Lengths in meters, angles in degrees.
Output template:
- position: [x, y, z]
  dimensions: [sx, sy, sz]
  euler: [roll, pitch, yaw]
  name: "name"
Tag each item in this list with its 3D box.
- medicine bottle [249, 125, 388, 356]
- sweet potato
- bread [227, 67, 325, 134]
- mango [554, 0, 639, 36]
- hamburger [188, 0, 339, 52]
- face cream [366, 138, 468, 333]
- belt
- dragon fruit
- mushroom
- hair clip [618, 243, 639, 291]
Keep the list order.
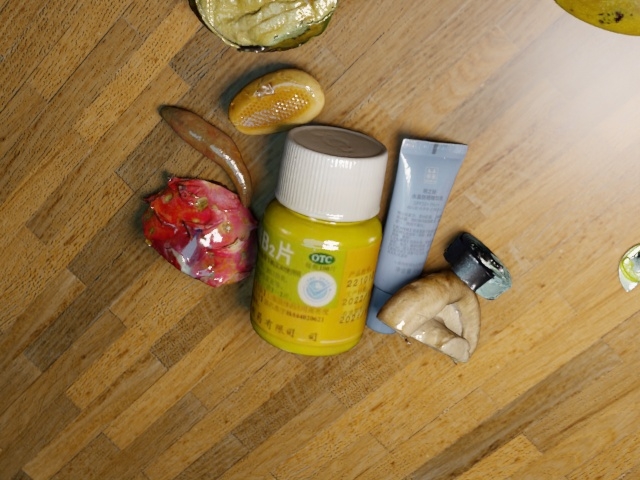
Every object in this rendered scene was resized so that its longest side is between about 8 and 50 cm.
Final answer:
- position: [0.000, 0.000, 1.813]
  dimensions: [0.224, 0.224, 0.384]
  euler: [15, 113, 10]
  name: "medicine bottle"
- position: [-0.206, -0.177, 1.897]
  dimensions: [0.255, 0.058, 0.078]
  euler: [46, 112, 0]
  name: "sweet potato"
- position: [-0.081, -0.256, 1.825]
  dimensions: [0.189, 0.077, 0.114]
  euler: [-14, 125, 19]
  name: "bread"
- position: [0.514, -0.412, 1.551]
  dimensions: [0.330, 0.175, 0.176]
  euler: [-3, 64, 17]
  name: "mango"
- position: [-0.098, -0.462, 1.724]
  dimensions: [0.285, 0.134, 0.265]
  euler: [5, 108, 7]
  name: "hamburger"
- position: [0.162, -0.005, 1.841]
  dimensions: [0.136, 0.086, 0.385]
  euler: [3, 115, -25]
  name: "face cream"
- position: [0.291, 0.047, 1.814]
  dimensions: [0.140, 0.105, 0.058]
  euler: [41, 115, -12]
  name: "belt"
- position: [-0.234, -0.030, 1.923]
  dimensions: [0.274, 0.126, 0.161]
  euler: [34, 116, 1]
  name: "dragon fruit"
- position: [0.215, 0.126, 1.809]
  dimensions: [0.156, 0.286, 0.151]
  euler: [28, 91, 37]
  name: "mushroom"
- position: [0.601, 0.014, 1.751]
  dimensions: [0.060, 0.033, 0.188]
  euler: [47, 117, -2]
  name: "hair clip"
